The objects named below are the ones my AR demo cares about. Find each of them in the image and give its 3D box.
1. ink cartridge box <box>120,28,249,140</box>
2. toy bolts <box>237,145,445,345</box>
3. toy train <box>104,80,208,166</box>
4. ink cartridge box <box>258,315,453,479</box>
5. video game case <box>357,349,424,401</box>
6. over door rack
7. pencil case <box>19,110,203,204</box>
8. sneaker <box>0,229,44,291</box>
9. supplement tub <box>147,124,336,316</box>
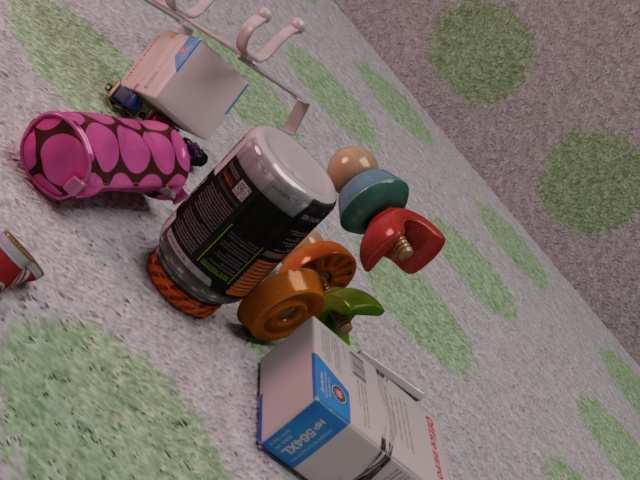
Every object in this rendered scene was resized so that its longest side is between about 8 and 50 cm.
[{"bbox_3d":[-0.174,-0.197,1.345,0.090,0.092,0.143,39,-6,-33],"label":"ink cartridge box"},{"bbox_3d":[0.000,0.000,1.230,0.218,0.228,0.158,11,41,-49],"label":"toy bolts"},{"bbox_3d":[-0.202,-0.142,1.337,0.158,0.027,0.036,39,-8,-25],"label":"toy train"},{"bbox_3d":[0.037,0.198,1.121,0.203,0.086,0.148,42,19,-21],"label":"ink cartridge box"},{"bbox_3d":[0.067,0.161,1.247,0.087,0.011,0.122,35,-16,-1],"label":"video game case"},{"bbox_3d":[-0.134,-0.283,1.413,0.239,0.108,0.324,34,-6,14],"label":"over door rack"},{"bbox_3d":[-0.214,-0.082,1.119,0.209,0.095,0.098,-7,73,-65],"label":"pencil case"},{"bbox_3d":[-0.264,0.029,0.876,0.042,0.067,0.118,47,-11,2],"label":"sneaker"},{"bbox_3d":[-0.084,-0.016,1.104,0.117,0.190,0.117,39,21,-18],"label":"supplement tub"}]
